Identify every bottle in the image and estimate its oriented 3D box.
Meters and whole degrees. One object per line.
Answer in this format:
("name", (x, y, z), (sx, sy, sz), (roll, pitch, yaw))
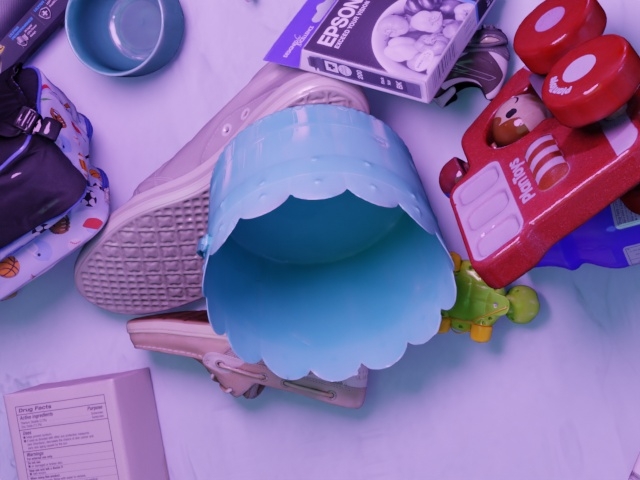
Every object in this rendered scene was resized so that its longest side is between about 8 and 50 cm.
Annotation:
("bottle", (0.330, -0.030, 1.568), (0.282, 0.092, 0.118), (-16, 45, 19))

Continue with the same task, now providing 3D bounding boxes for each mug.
("mug", (-0.226, -0.275, 1.753), (0.129, 0.097, 0.158), (21, 100, 14))

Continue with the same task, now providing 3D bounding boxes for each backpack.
("backpack", (-0.377, -0.079, 1.739), (0.276, 0.263, 0.213), (-29, 127, 13))

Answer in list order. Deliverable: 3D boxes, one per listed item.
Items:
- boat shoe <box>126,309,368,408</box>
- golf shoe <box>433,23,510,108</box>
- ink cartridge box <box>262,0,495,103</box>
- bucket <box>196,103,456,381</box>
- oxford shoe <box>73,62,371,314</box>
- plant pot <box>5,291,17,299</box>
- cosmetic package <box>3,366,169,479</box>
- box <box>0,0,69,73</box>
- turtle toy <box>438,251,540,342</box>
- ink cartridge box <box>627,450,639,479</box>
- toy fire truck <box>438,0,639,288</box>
("boat shoe", (-0.090, 0.142, 1.730), (0.302, 0.109, 0.098), (6, 96, 12))
("golf shoe", (0.115, -0.197, 1.653), (0.198, 0.077, 0.094), (2, 94, 20))
("ink cartridge box", (0.069, -0.253, 1.607), (0.208, 0.045, 0.206), (17, 55, 23))
("bucket", (0.000, 0.000, 1.589), (0.281, 0.183, 0.281), (-4, 131, -4))
("oxford shoe", (-0.119, -0.065, 1.724), (0.449, 0.169, 0.130), (-40, 35, 24))
("plant pot", (-0.549, 0.014, 1.839), (0.187, 0.212, 0.212), (-22, 86, 32))
("cosmetic package", (-0.275, 0.324, 1.800), (0.160, 0.113, 0.309), (-9, 90, 19))
("box", (-0.412, -0.303, 1.803), (0.220, 0.051, 0.175), (-42, 110, 17))
("turtle toy", (0.184, 0.065, 1.649), (0.130, 0.066, 0.095), (13, 99, 17))
("ink cartridge box", (0.406, 0.295, 1.573), (0.158, 0.092, 0.218), (22, 98, 16))
("toy fire truck", (0.235, -0.102, 1.511), (0.254, 0.302, 0.169), (-36, 118, 13))
